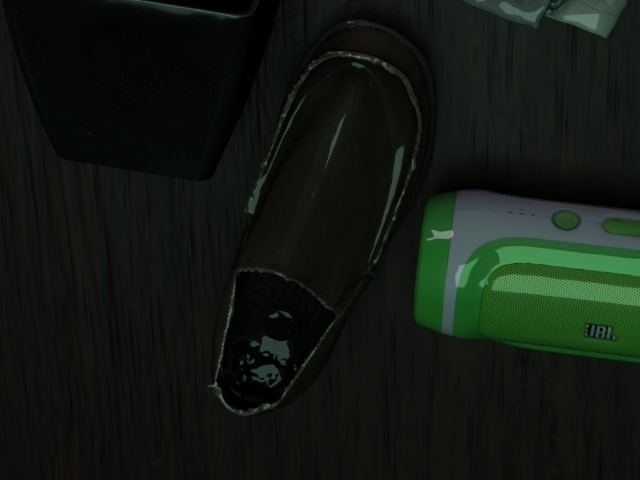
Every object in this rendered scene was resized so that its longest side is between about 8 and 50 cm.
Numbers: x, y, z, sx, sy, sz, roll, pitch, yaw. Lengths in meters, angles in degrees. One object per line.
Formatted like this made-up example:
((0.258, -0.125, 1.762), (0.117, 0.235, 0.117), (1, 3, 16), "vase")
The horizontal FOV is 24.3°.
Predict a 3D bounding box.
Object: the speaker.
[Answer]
((0.228, 0.032, 1.204), (0.297, 0.131, 0.131), (7, 112, 7), "speaker")

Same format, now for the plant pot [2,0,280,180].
((-0.129, -0.155, 1.169), (0.188, 0.187, 0.167), (8, 125, 6), "plant pot")

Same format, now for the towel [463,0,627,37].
((0.133, -0.337, 1.097), (0.312, 0.056, 0.324), (20, 108, 4), "towel")

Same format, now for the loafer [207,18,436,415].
((0.000, 0.000, 1.225), (0.134, 0.130, 0.365), (18, 113, 2), "loafer")
